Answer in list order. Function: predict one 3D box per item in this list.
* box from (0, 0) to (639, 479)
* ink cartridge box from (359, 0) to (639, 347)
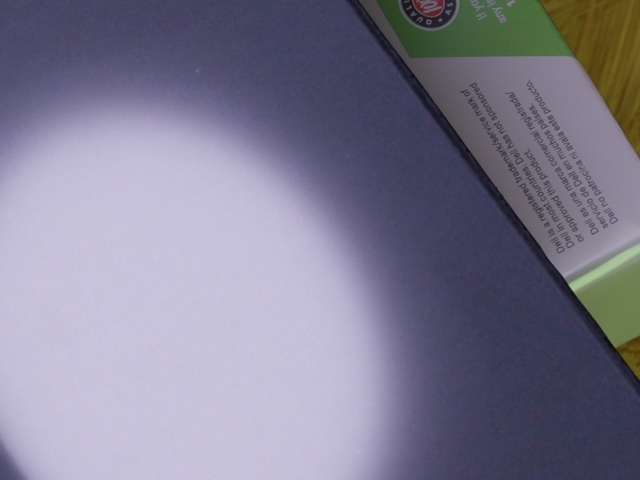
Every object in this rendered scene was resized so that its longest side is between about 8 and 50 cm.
[{"bbox_3d":[-0.034,0.025,0.653,0.179,0.343,0.312,-36,169,-1],"label":"box"},{"bbox_3d":[0.000,0.000,0.888,0.273,0.198,0.115,-29,156,1],"label":"ink cartridge box"}]
